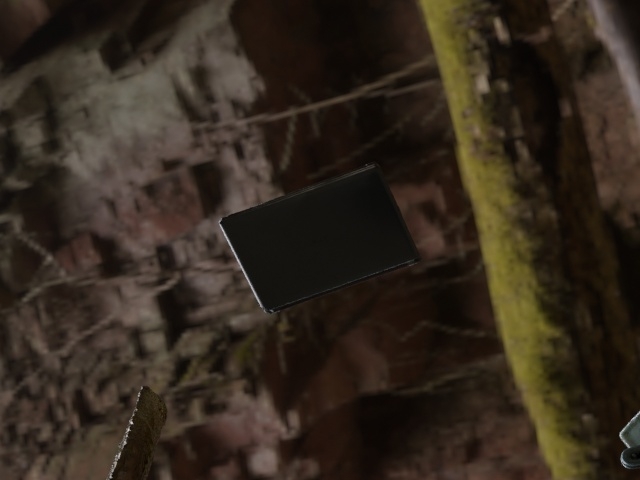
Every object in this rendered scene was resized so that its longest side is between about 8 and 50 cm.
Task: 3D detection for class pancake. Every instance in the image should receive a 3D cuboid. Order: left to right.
[{"bbox_3d":[-0.231,0.287,1.794,0.376,0.054,0.197,-78,10,-69],"label":"pancake"}]

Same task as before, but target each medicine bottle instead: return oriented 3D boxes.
[{"bbox_3d":[0.403,0.240,1.708,0.118,0.055,0.074,28,-165,-50],"label":"medicine bottle"}]

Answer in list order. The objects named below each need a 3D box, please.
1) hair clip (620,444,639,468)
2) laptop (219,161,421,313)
[{"bbox_3d":[0.449,0.193,1.566,0.083,0.275,0.048,28,-139,-52],"label":"hair clip"},{"bbox_3d":[0.000,0.000,1.544,0.016,0.180,0.129,-91,-21,-61],"label":"laptop"}]
